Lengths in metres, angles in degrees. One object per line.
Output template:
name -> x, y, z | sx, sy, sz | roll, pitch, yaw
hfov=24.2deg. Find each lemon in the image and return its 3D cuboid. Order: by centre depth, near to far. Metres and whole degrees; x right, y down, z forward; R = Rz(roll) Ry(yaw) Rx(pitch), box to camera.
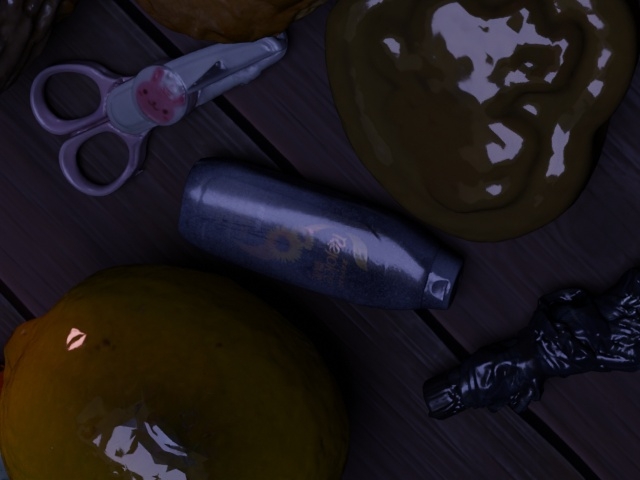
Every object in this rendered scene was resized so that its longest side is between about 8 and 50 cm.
lemon -> -0.118, 0.150, 1.197 | 0.284, 0.260, 0.260 | 13, 112, 17

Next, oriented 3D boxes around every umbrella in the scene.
umbrella -> 0.174, 0.088, 1.176 | 0.224, 0.071, 0.080 | -26, 71, 30

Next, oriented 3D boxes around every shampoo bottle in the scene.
shampoo bottle -> 0.000, 0.000, 1.211 | 0.234, 0.049, 0.087 | 19, 116, 12

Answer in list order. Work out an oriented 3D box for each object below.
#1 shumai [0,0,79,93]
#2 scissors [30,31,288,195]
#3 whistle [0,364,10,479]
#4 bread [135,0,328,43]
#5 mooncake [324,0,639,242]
shumai -> -0.336, -0.269, 1.199 | 0.283, 0.217, 0.346 | 17, 106, 47
scissors -> -0.130, -0.122, 1.223 | 0.242, 0.030, 0.118 | -21, 101, 28
whistle -> -0.287, 0.166, 1.341 | 0.253, 0.106, 0.101 | 27, 133, 3
bread -> -0.039, -0.231, 1.102 | 0.229, 0.143, 0.139 | -19, 111, 29
mooncake -> 0.112, -0.125, 1.095 | 0.235, 0.117, 0.234 | 7, 114, 15
